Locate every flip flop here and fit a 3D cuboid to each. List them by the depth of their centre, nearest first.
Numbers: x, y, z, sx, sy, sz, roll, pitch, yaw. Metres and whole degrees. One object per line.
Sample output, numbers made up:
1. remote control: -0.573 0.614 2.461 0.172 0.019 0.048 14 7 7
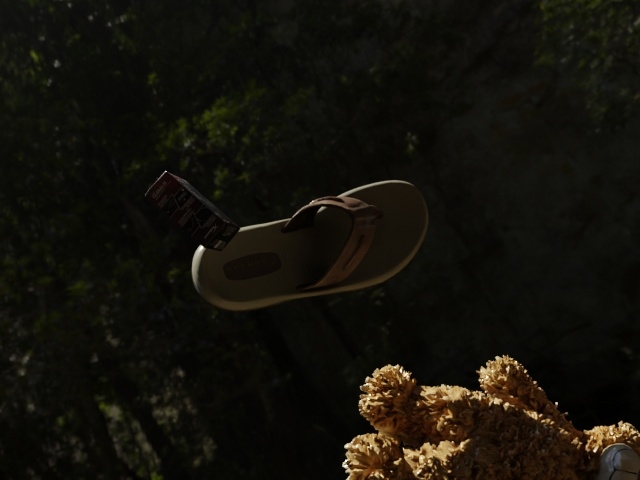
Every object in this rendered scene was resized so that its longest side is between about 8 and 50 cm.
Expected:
1. flip flop: 0.000 0.000 0.891 0.277 0.112 0.080 -14 -17 -23

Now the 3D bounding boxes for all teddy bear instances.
1. teddy bear: 0.190 0.222 0.842 0.245 0.338 0.113 -47 -23 -47

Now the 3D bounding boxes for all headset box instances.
1. headset box: -0.121 -0.029 0.790 0.032 0.083 0.062 -49 -9 2
